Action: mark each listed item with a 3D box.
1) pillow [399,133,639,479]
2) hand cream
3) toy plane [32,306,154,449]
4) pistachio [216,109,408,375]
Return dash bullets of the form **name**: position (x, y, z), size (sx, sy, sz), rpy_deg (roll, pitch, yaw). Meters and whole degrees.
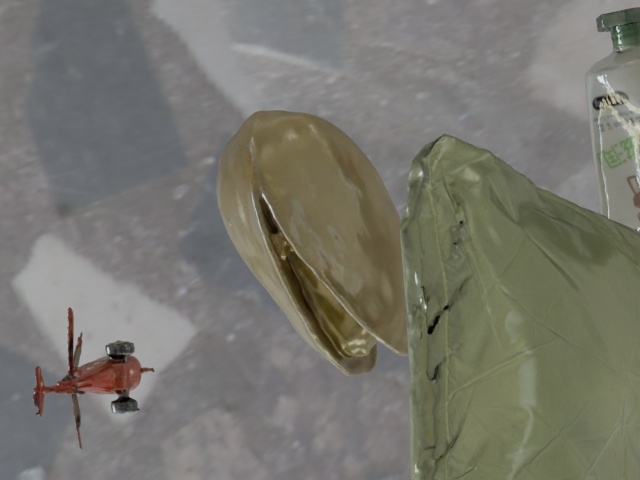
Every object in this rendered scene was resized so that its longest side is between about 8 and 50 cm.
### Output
- **pillow**: position (0.143, 0.109, 1.033), size (0.076, 0.274, 0.281), rpy_deg (-14, 67, 37)
- **hand cream**: position (0.244, 0.000, 1.420), size (0.121, 0.076, 0.336), rpy_deg (-8, 88, 53)
- **toy plane**: position (-0.209, 0.117, 1.791), size (0.077, 0.194, 0.126), rpy_deg (-5, 70, 9)
- **pistachio**: position (0.000, 0.000, 1.534), size (0.126, 0.152, 0.223), rpy_deg (-27, 99, 24)
